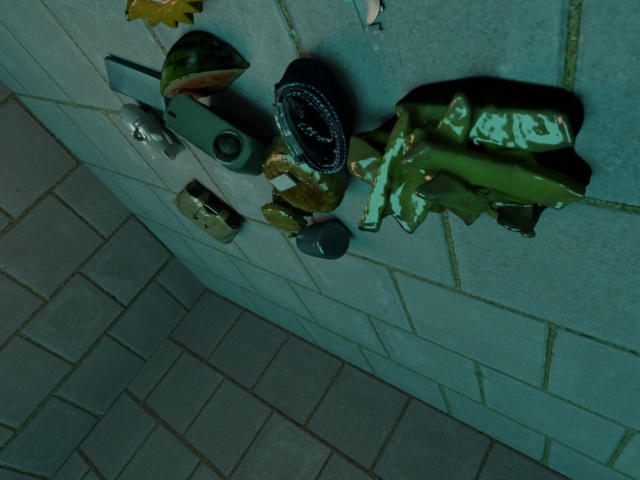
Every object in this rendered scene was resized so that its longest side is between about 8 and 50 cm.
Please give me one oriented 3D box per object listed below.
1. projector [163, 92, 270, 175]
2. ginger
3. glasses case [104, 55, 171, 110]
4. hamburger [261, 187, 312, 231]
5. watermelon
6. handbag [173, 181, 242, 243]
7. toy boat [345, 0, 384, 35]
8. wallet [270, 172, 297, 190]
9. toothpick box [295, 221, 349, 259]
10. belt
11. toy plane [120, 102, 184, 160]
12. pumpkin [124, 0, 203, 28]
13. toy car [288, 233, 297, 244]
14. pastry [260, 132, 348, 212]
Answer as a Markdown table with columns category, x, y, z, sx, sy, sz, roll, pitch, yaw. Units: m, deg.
| category | x | y | z | sx | sy | sz | roll | pitch | yaw |
| --- | --- | --- | --- | --- | --- | --- | --- | --- | --- |
| projector | -0.266 | -0.280 | 1.187 | 0.250 | 0.108 | 0.198 | 36 | -170 | 4 |
| ginger | 0.246 | -0.089 | 0.803 | 0.413 | 0.211 | 0.358 | 5 | 145 | 51 |
| glasses case | -0.556 | -0.492 | 1.370 | 0.266 | 0.056 | 0.105 | 26 | 132 | 23 |
| hamburger | -0.088 | -0.104 | 1.364 | 0.159 | 0.131 | 0.185 | 16 | 159 | 21 |
| watermelon | -0.320 | -0.438 | 1.094 | 0.303 | 0.159 | 0.128 | 0 | 100 | 54 |
| handbag | -0.491 | -0.118 | 1.933 | 0.316 | 0.109 | 0.253 | 40 | 153 | -9 |
| toy boat | 0.062 | -0.390 | 0.686 | 0.149 | 0.034 | 0.105 | 47 | 157 | -25 |
| wallet | -0.092 | -0.146 | 1.107 | 0.044 | 0.011 | 0.083 | 41 | 155 | -21 |
| toothpick box | 0.000 | 0.000 | 1.446 | 0.120 | 0.120 | 0.184 | 46 | 159 | -23 |
| belt | -0.008 | -0.262 | 0.932 | 0.140 | 0.126 | 0.230 | -5 | 138 | 25 |
| toy plane | -0.600 | -0.381 | 1.563 | 0.244 | 0.117 | 0.244 | 48 | 172 | 9 |
| pumpkin | -0.293 | -0.535 | 0.863 | 0.131 | 0.149 | 0.254 | -2 | 175 | -35 |
| toy car | -0.079 | -0.001 | 1.667 | 0.059 | 0.035 | 0.122 | 46 | 164 | -24 |
| pastry | -0.036 | -0.177 | 1.147 | 0.236 | 0.120 | 0.257 | 37 | 156 | -14 |
